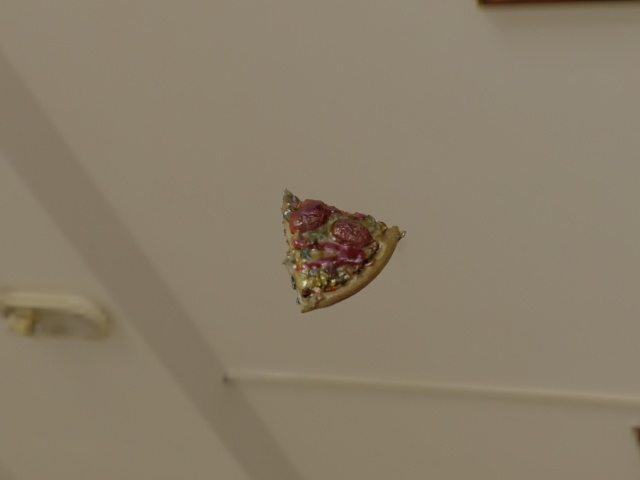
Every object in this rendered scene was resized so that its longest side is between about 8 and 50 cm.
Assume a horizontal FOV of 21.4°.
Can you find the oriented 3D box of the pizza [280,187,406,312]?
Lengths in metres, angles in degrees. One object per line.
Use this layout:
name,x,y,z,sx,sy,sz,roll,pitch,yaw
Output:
pizza,0.007,0.012,1.286,0.029,0.100,0.099,106,-178,-59
